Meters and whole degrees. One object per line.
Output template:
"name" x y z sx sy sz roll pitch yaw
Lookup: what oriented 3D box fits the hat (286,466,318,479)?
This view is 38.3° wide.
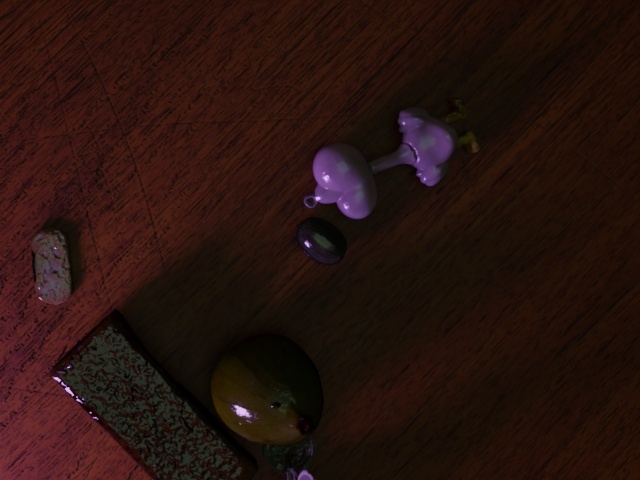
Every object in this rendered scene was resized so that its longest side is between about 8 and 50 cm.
"hat" -0.032 0.534 1.692 0.164 0.226 0.219 44 59 -26

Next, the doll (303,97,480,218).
"doll" 0.132 -0.152 1.771 0.365 0.094 0.160 -25 104 -6

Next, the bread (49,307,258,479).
"bread" -0.304 0.334 1.718 0.165 0.113 0.416 -41 100 -4

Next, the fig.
"fig" -0.088 0.282 1.697 0.203 0.225 0.202 -9 110 -28

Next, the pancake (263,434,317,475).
"pancake" -0.058 0.411 1.809 0.108 0.017 0.108 -1 97 -11

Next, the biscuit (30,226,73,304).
"biscuit" -0.501 0.048 1.717 0.071 0.018 0.147 -6 93 -11

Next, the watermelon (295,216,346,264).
"watermelon" 0.000 0.000 1.767 0.111 0.078 0.078 39 87 -7
